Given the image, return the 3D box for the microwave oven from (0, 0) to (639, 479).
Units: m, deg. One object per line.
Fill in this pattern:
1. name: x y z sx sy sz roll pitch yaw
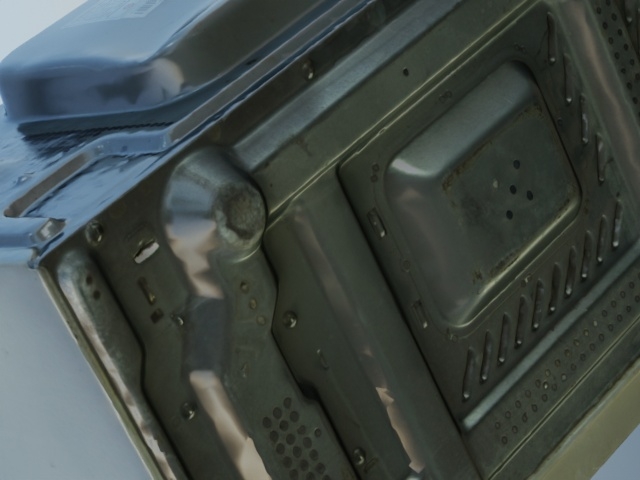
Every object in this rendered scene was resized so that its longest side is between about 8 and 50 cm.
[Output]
1. microwave oven: 0.000 0.000 0.534 0.240 0.145 0.194 -40 -61 -34
